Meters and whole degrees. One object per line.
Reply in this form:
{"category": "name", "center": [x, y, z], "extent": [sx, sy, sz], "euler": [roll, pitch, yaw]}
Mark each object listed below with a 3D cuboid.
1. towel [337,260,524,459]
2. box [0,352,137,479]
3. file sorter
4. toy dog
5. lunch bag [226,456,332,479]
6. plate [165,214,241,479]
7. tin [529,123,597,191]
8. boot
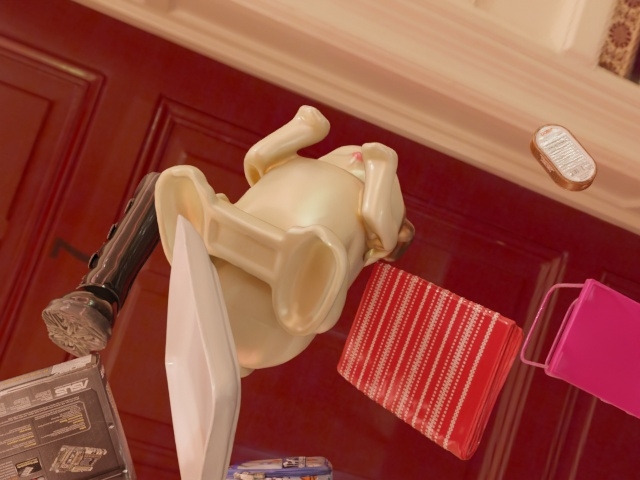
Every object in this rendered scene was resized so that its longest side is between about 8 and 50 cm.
{"category": "towel", "center": [0.145, 0.161, 0.976], "extent": [0.275, 0.031, 0.199], "euler": [26, 98, 48]}
{"category": "box", "center": [-0.347, 0.253, 0.783], "extent": [0.056, 0.231, 0.183], "euler": [-155, 51, -71]}
{"category": "file sorter", "center": [0.600, 0.234, 1.412], "extent": [0.202, 0.290, 0.182], "euler": [-64, 6, -7]}
{"category": "toy dog", "center": [0.000, 0.000, 1.044], "extent": [0.408, 0.284, 0.395], "euler": [-40, -40, -49]}
{"category": "lunch bag", "center": [-0.097, 0.477, 1.307], "extent": [0.303, 0.243, 0.115], "euler": [82, -173, -73]}
{"category": "plate", "center": [-0.141, 0.157, 0.796], "extent": [0.277, 0.045, 0.278], "euler": [-114, 30, -45]}
{"category": "tin", "center": [0.587, -0.203, 1.636], "extent": [0.190, 0.106, 0.040], "euler": [59, 164, 24]}
{"category": "boot", "center": [-0.447, 0.032, 1.555], "extent": [0.367, 0.146, 0.445], "euler": [-30, 28, 59]}
